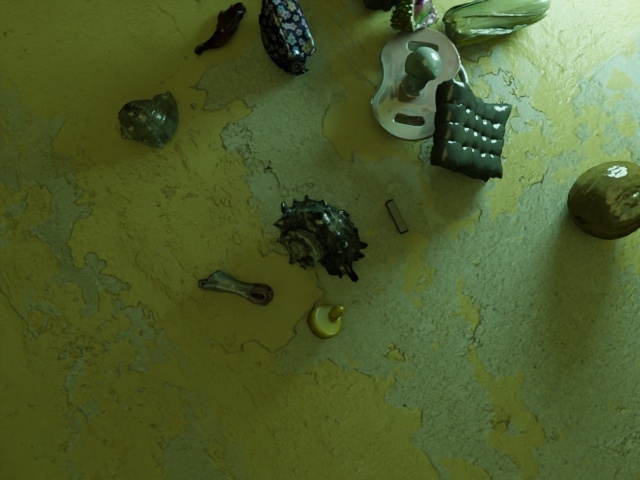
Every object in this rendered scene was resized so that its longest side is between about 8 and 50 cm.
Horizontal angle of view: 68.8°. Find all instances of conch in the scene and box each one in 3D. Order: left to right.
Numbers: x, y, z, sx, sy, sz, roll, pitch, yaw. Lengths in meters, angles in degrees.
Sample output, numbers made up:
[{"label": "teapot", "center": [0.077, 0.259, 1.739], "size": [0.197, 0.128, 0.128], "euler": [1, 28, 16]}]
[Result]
[{"label": "conch", "center": [-0.522, -0.369, 1.438], "size": [0.207, 0.130, 0.155], "euler": [-46, 124, -19]}, {"label": "conch", "center": [-0.005, 0.002, 1.377], "size": [0.313, 0.186, 0.240], "euler": [30, 120, -16]}]

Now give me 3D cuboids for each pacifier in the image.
[{"label": "pacifier", "center": [0.276, -0.454, 1.336], "size": [0.220, 0.273, 0.332], "euler": [11, 90, 40]}]

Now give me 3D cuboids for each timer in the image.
[{"label": "timer", "center": [0.019, 0.240, 1.404], "size": [0.107, 0.109, 0.107], "euler": [15, 57, -25]}]

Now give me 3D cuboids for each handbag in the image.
[{"label": "handbag", "center": [-0.108, -0.597, 1.354], "size": [0.127, 0.208, 0.228], "euler": [-26, 96, -12]}]

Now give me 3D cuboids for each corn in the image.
[{"label": "corn", "center": [0.508, -0.658, 1.365], "size": [0.305, 0.122, 0.123], "euler": [-19, 109, 3]}]

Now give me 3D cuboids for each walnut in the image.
[{"label": "walnut", "center": [0.825, -0.114, 1.323], "size": [0.228, 0.228, 0.227], "euler": [0, 91, 2]}]

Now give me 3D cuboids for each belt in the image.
[{"label": "belt", "center": [-0.260, 0.145, 1.443], "size": [0.232, 0.053, 0.071], "euler": [13, 99, 2]}]

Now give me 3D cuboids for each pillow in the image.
[{"label": "pillow", "center": [0.416, -0.297, 1.301], "size": [0.326, 0.101, 0.228], "euler": [3, 91, -42]}]

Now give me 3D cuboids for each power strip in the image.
[{"label": "power strip", "center": [0.231, -0.073, 1.427], "size": [0.029, 0.038, 0.111], "euler": [-26, 88, 3]}]

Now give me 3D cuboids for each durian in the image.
[{"label": "durian", "center": [0.261, -0.668, 1.332], "size": [0.119, 0.187, 0.108], "euler": [22, 134, 31]}]

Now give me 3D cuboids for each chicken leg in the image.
[{"label": "chicken leg", "center": [-0.304, -0.647, 1.437], "size": [0.093, 0.053, 0.205], "euler": [35, 85, 24]}]

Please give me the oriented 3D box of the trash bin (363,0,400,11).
[{"label": "trash bin", "center": [0.236, -0.805, 1.352], "size": [0.291, 0.182, 0.209], "euler": [-19, 88, -3]}]
